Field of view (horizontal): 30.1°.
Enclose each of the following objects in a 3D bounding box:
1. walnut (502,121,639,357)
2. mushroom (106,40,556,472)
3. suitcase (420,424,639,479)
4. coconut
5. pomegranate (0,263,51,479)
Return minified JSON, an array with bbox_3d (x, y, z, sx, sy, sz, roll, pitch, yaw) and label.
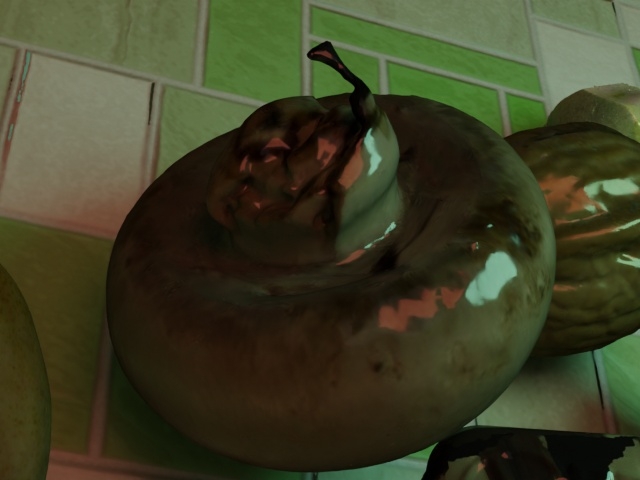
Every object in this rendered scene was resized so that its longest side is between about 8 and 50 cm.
[{"bbox_3d":[0.227,0.000,1.133,0.261,0.225,0.225,-16,60,-28],"label":"walnut"},{"bbox_3d":[0.000,0.000,0.932,0.362,0.295,0.362,-8,39,7],"label":"mushroom"},{"bbox_3d":[0.155,0.304,0.845,0.339,0.194,0.352,2,45,13],"label":"suitcase"},{"bbox_3d":[0.319,-0.097,1.305,0.152,0.147,0.147,-14,59,-37],"label":"coconut"},{"bbox_3d":[-0.321,0.122,0.732,0.319,0.319,0.319,13,48,-15],"label":"pomegranate"}]
